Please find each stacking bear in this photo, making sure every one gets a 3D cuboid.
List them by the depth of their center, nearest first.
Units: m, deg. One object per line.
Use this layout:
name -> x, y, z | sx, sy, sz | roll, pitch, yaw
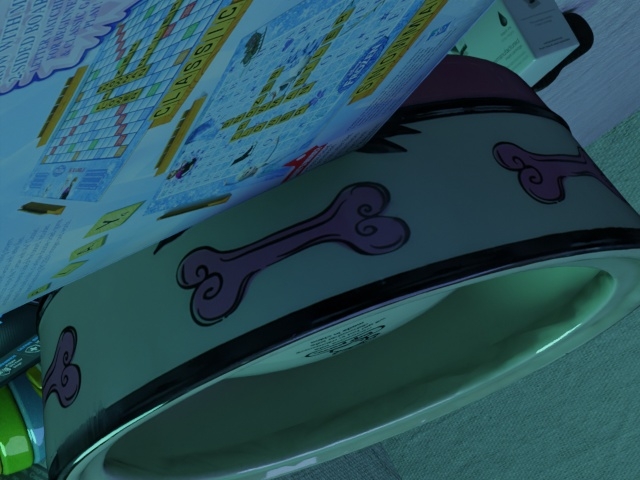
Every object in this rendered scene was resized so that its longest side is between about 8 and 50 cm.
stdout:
stacking bear -> -0.393, 0.195, 1.496 | 0.289, 0.164, 0.175 | -25, 170, -23

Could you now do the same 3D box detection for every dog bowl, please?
dog bowl -> 0.005, 0.032, 0.856 | 0.408, 0.150, 0.408 | -20, 162, -7

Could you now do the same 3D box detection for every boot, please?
boot -> 0.239, -0.205, 1.678 | 0.198, 0.077, 0.137 | -24, 175, -35

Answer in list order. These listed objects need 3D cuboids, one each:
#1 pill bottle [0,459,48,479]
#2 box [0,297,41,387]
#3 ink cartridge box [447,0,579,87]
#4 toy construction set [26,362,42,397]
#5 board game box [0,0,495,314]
pill bottle -> -0.336, 0.291, 1.677 | 0.361, 0.204, 0.204 | -60, -176, -22
box -> -0.318, 0.076, 1.124 | 0.220, 0.051, 0.175 | -32, 148, 29
ink cartridge box -> 0.144, -0.194, 1.144 | 0.056, 0.135, 0.099 | -22, 168, -33
toy construction set -> -0.281, 0.105, 1.321 | 0.308, 0.257, 0.237 | -12, 151, -9
board game box -> -0.056, -0.071, 0.480 | 0.318, 0.066, 0.319 | -27, 170, -31
